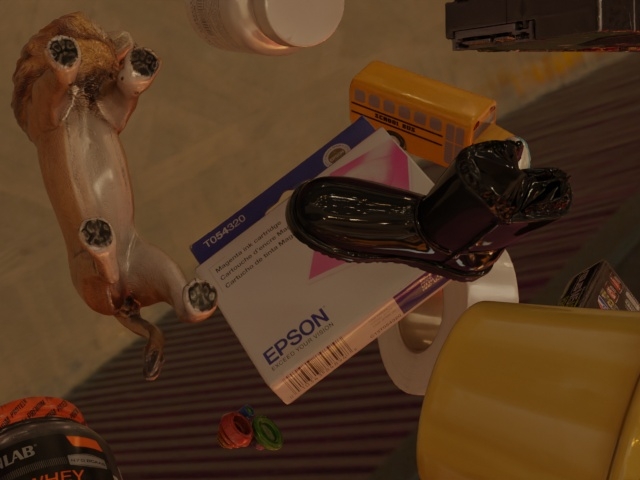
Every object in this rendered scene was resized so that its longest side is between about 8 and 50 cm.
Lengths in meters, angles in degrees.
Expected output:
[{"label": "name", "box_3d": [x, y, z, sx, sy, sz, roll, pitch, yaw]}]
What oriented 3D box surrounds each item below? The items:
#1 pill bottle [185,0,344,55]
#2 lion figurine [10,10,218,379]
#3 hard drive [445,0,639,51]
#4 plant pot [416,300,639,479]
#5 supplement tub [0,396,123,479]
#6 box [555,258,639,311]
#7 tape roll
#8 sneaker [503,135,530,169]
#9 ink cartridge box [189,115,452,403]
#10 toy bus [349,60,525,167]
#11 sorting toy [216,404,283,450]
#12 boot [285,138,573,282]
[{"label": "pill bottle", "box_3d": [-0.067, -0.291, 1.391, 0.131, 0.229, 0.131, -6, 104, -26]}, {"label": "lion figurine", "box_3d": [-0.211, -0.049, 1.088, 0.142, 0.240, 0.392, -2, 77, -24]}, {"label": "hard drive", "box_3d": [0.335, -0.239, 1.219, 0.338, 0.237, 0.064, -6, 97, -30]}, {"label": "plant pot", "box_3d": [0.215, 0.156, 0.892, 0.254, 0.239, 0.254, -39, 136, -51]}, {"label": "supplement tub", "box_3d": [-0.329, 0.371, 1.412, 0.207, 0.207, 0.338, 13, 33, -40]}, {"label": "box", "box_3d": [0.384, 0.182, 1.402, 0.270, 0.060, 0.216, 52, 34, -3]}, {"label": "tape roll", "box_3d": [0.201, 0.113, 1.868, 0.100, 0.286, 0.286, 7, 74, -25]}, {"label": "sneaker", "box_3d": [0.208, -0.056, 1.593, 0.092, 0.087, 0.229, 36, 86, -13]}, {"label": "ink cartridge box", "box_3d": [0.000, 0.000, 1.522, 0.324, 0.330, 0.071, -38, 141, -1]}, {"label": "toy bus", "box_3d": [0.219, -0.222, 2.148, 0.108, 0.332, 0.130, -43, 145, -39]}, {"label": "sorting toy", "box_3d": [-0.096, 0.244, 1.444, 0.102, 0.042, 0.061, 24, 32, -45]}, {"label": "boot", "box_3d": [0.107, -0.044, 1.159, 0.246, 0.207, 0.094, 16, 63, -11]}]
